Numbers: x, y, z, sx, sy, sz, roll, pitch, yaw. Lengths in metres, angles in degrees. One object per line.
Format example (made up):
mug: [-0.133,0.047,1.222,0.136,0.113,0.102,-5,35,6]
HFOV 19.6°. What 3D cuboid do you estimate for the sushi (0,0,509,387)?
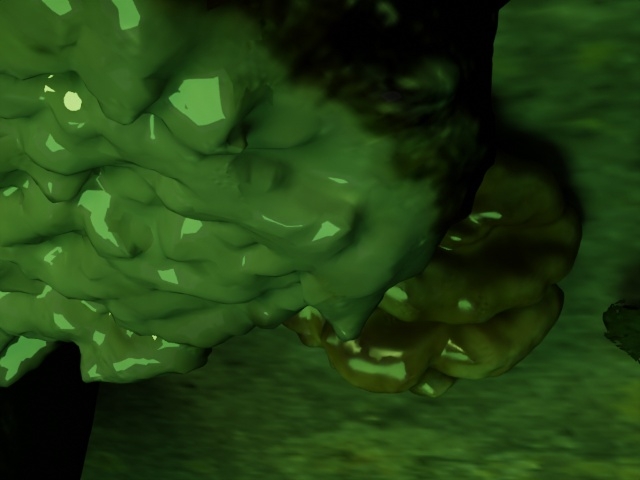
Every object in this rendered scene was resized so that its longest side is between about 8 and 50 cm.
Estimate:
sushi: [-0.092,-0.064,0.509,0.343,0.182,0.196,-10,137,43]

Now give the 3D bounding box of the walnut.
walnut: [0.000,0.000,0.629,0.170,0.069,0.143,19,145,6]

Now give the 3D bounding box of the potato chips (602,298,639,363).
potato chips: [0.198,0.062,0.623,0.209,0.026,0.142,34,144,-12]

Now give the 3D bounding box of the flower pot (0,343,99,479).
flower pot: [-0.238,0.101,0.760,0.379,0.251,0.379,16,145,11]
